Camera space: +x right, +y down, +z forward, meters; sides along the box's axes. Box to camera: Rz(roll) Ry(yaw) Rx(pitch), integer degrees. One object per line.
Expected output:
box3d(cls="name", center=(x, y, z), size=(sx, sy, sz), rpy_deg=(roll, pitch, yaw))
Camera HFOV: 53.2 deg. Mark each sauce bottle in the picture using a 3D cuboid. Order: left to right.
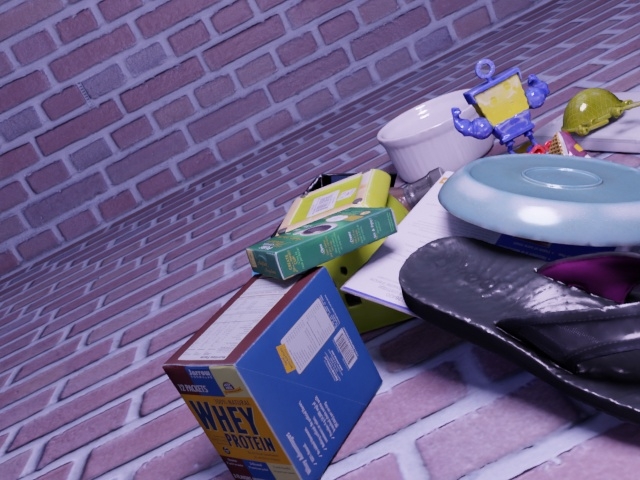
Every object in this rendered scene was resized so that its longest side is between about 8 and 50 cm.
box3d(cls="sauce bottle", center=(0.097, -0.033, 1.254), size=(0.344, 0.111, 0.111), rpy_deg=(-28, 18, 22))

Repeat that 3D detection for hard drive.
box3d(cls="hard drive", center=(0.608, -0.242, 1.287), size=(0.203, 0.040, 0.307), rpy_deg=(-32, 20, -13))

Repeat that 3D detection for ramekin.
box3d(cls="ramekin", center=(0.293, -0.257, 1.592), size=(0.277, 0.135, 0.277), rpy_deg=(-24, 20, 9))

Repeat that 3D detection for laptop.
box3d(cls="laptop", center=(0.030, -0.044, 1.399), size=(0.264, 0.136, 0.234), rpy_deg=(-53, -10, -10))

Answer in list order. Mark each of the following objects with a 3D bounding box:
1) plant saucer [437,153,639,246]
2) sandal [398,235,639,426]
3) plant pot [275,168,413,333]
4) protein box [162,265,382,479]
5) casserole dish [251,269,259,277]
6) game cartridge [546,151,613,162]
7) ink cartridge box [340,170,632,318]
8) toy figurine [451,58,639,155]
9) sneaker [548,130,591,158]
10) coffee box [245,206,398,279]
box3d(cls="plant saucer", center=(0.318, -0.068, 0.850), size=(0.317, 0.044, 0.317), rpy_deg=(1, 21, 0))
box3d(cls="sandal", center=(0.269, 0.072, 0.667), size=(0.446, 0.107, 0.167), rpy_deg=(17, 48, 38))
box3d(cls="plant pot", center=(0.050, 0.017, 1.099), size=(0.227, 0.207, 0.228), rpy_deg=(-19, 22, 20))
box3d(cls="protein box", center=(-0.053, 0.174, 0.833), size=(0.136, 0.200, 0.201), rpy_deg=(-9, 26, 41))
box3d(cls="casserole dish", center=(-0.101, 0.075, 1.322), size=(0.037, 0.114, 0.188), rpy_deg=(9, 6, -22))
box3d(cls="game cartridge", center=(0.367, -0.072, 1.148), size=(0.294, 0.060, 0.196), rpy_deg=(-29, 23, -5))
box3d(cls="ink cartridge box", center=(0.237, 0.032, 0.878), size=(0.303, 0.072, 0.307), rpy_deg=(18, 50, 34))
box3d(cls="toy figurine", center=(0.385, -0.266, 1.227), size=(0.362, 0.217, 0.191), rpy_deg=(-28, 3, 8))
box3d(cls="sneaker", center=(0.430, -0.101, 1.025), size=(0.084, 0.069, 0.185), rpy_deg=(-8, 60, -3))
box3d(cls="coffee box", center=(0.000, 0.000, 0.880), size=(0.184, 0.040, 0.113), rpy_deg=(-22, 13, -26))
